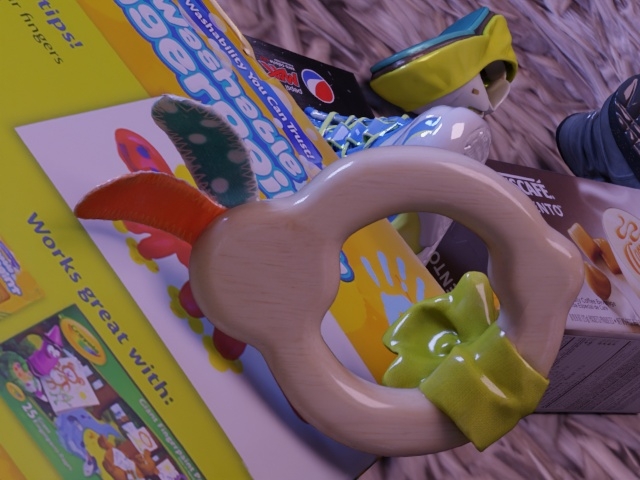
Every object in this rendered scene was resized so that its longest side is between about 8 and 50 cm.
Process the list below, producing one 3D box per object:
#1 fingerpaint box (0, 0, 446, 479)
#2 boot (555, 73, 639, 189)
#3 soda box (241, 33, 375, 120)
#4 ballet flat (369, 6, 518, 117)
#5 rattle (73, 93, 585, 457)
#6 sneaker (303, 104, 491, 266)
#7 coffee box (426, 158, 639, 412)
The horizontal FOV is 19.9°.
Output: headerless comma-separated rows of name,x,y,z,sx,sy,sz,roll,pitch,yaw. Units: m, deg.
fingerpaint box,-0.175,-0.030,0.786,0.445,0.163,0.371,52,28,3
boot,0.275,-0.008,1.434,0.161,0.083,0.246,129,-61,-74
soda box,-0.039,-0.090,1.175,0.169,0.053,0.060,13,44,-47
ballet flat,0.108,-0.129,1.422,0.077,0.077,0.231,64,25,-5
rattle,0.000,0.000,0.756,0.200,0.130,0.143,18,25,-7
sneaker,0.017,-0.034,1.065,0.126,0.240,0.091,31,69,4
coffee box,0.162,0.035,1.252,0.246,0.098,0.141,8,47,-51
